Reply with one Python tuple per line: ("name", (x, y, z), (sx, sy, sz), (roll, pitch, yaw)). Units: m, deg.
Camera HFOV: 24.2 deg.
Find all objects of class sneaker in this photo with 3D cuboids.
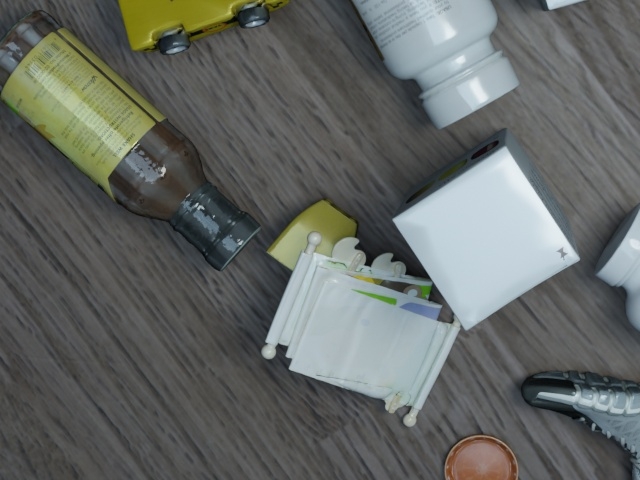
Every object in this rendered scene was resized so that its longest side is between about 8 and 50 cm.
("sneaker", (0.330, 0.220, 1.638), (0.228, 0.086, 0.132), (6, 101, 5))

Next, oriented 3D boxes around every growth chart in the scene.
("growth chart", (0.052, 0.095, 1.634), (0.237, 0.021, 0.172), (26, 98, -27))

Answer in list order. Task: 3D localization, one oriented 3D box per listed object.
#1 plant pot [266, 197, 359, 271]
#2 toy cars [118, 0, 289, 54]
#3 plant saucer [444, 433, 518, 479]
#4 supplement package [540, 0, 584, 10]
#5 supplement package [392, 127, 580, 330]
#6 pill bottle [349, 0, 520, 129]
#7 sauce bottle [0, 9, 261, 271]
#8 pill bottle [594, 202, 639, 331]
("plant pot", (0.000, 0.000, 1.651), (0.081, 0.081, 0.083), (36, 96, 1))
("toy cars", (-0.064, -0.352, 1.606), (0.176, 0.087, 0.394), (34, 96, 13))
("plant saucer", (0.183, 0.260, 1.697), (0.083, 0.013, 0.083), (1, 99, 7))
("supplement package", (0.264, -0.297, 1.521), (0.105, 0.179, 0.105), (-15, 96, 10))
("supplement package", (0.172, -0.019, 1.540), (0.139, 0.244, 0.134), (-33, 93, 10))
("pill bottle", (0.111, -0.240, 1.573), (0.131, 0.131, 0.229), (-29, 93, 10))
("sauce bottle", (-0.215, -0.103, 1.644), (0.344, 0.111, 0.111), (43, 101, 1))
("pill bottle", (0.425, 0.067, 1.571), (0.264, 0.146, 0.146), (31, 101, 2))
